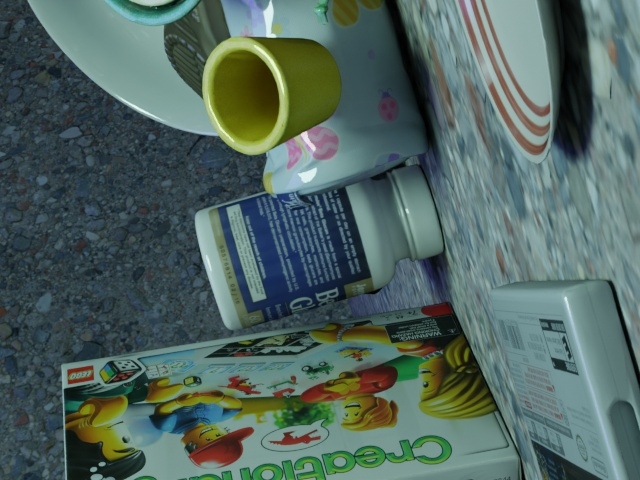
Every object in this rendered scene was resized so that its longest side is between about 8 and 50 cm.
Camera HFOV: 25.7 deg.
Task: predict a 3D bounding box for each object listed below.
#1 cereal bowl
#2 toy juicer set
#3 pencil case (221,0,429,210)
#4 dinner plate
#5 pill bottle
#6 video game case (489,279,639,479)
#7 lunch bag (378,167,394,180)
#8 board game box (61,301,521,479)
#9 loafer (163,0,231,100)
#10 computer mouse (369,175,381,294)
[{"bbox_3d":[-0.131,-0.271,1.372,0.141,0.339,0.339,-54,-35,-35],"label":"cereal bowl"},{"bbox_3d":[-0.087,-0.224,0.822,0.329,0.089,0.209,48,130,21],"label":"toy juicer set"},{"bbox_3d":[-0.016,-0.163,0.921,0.124,0.113,0.273,-6,101,58],"label":"pencil case"},{"bbox_3d":[0.066,-0.098,0.511,0.141,0.017,0.141,163,90,-89],"label":"dinner plate"},{"bbox_3d":[0.000,0.000,1.029,0.094,0.169,0.094,164,90,-89],"label":"pill bottle"},{"bbox_3d":[0.119,0.102,0.607,0.190,0.022,0.173,133,121,-87],"label":"video game case"},{"bbox_3d":[0.045,-0.034,1.244,0.083,0.053,0.071,-102,3,-69],"label":"lunch bag"},{"bbox_3d":[-0.030,0.138,1.005,0.193,0.305,0.053,-110,13,-57],"label":"board game box"},{"bbox_3d":[-0.077,-0.186,1.169,0.102,0.092,0.268,45,166,21],"label":"loafer"},{"bbox_3d":[-0.011,-0.048,1.191,0.272,0.072,0.188,-117,23,-53],"label":"computer mouse"}]
